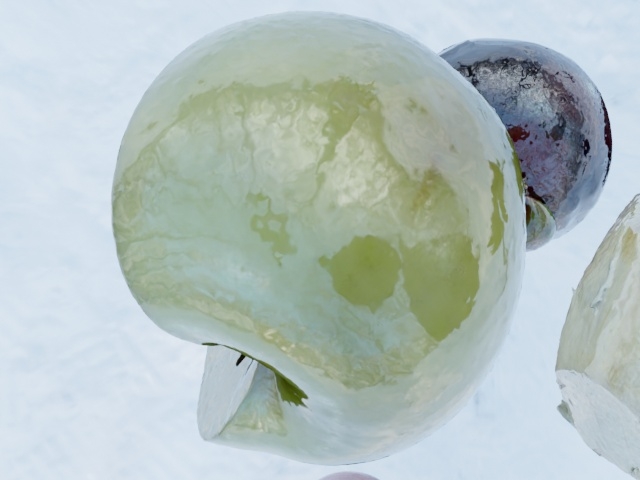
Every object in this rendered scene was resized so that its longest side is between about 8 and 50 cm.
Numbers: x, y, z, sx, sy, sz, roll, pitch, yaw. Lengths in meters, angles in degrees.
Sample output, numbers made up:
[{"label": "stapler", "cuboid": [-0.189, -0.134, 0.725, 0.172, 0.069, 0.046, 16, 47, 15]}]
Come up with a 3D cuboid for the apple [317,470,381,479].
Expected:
[{"label": "apple", "cuboid": [0.040, 0.342, 1.614, 0.153, 0.153, 0.120, 44, 110, 3]}]

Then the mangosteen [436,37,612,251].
[{"label": "mangosteen", "cuboid": [0.172, -0.077, 1.280, 0.216, 0.216, 0.216, 0, 93, 7]}]

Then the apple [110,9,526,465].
[{"label": "apple", "cuboid": [0.018, 0.001, 0.887, 0.234, 0.295, 0.257, 15, 55, 17]}]

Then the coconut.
[{"label": "coconut", "cuboid": [0.222, 0.046, 0.711, 0.194, 0.194, 0.194, 0, 93, 7]}]
